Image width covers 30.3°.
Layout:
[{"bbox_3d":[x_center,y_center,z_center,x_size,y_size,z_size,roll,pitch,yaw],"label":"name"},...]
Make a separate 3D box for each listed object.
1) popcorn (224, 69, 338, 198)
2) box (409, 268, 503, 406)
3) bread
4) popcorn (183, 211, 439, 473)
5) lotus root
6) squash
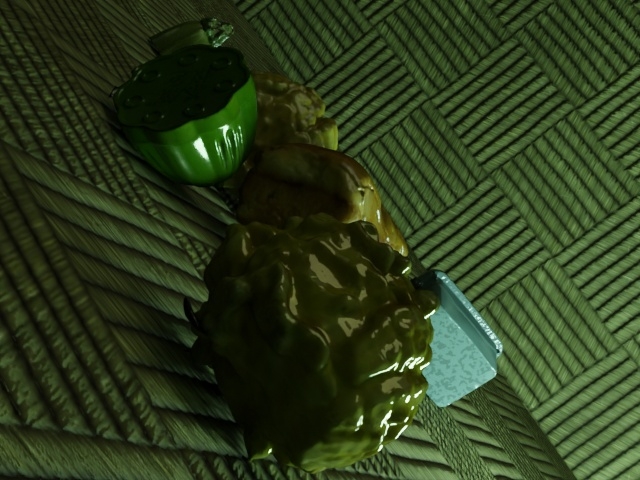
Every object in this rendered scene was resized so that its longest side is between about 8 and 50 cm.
[{"bbox_3d":[-0.095,-0.153,1.754,0.200,0.226,0.203,63,-28,-3],"label":"popcorn"},{"bbox_3d":[0.214,0.179,2.132,0.227,0.162,0.130,50,19,-18],"label":"box"},{"bbox_3d":[0.010,-0.024,1.648,0.195,0.149,0.344,26,-8,19],"label":"bread"},{"bbox_3d":[-0.016,0.092,1.088,0.225,0.249,0.249,-11,59,-48],"label":"popcorn"},{"bbox_3d":[-0.153,-0.132,1.495,0.186,0.186,0.186,51,8,-10],"label":"lotus root"},{"bbox_3d":[-0.220,-0.355,2.085,0.105,0.132,0.105,53,7,-9],"label":"squash"}]
